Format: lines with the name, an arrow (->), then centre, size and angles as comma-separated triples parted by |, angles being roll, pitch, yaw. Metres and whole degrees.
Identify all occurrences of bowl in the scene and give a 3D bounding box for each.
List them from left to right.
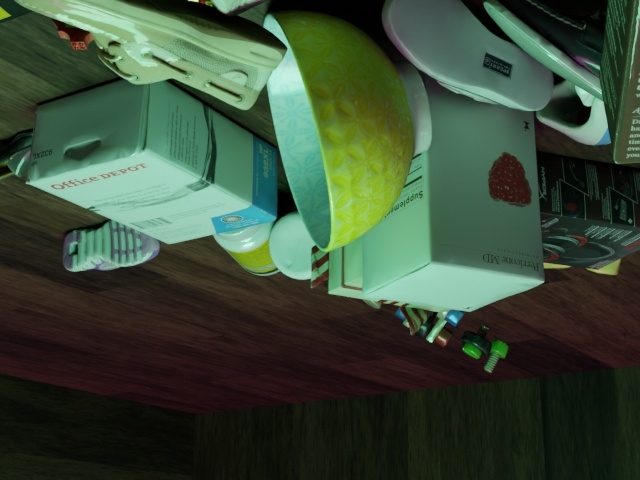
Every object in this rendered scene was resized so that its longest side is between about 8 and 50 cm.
bowl -> 0.041, -0.143, 1.193 | 0.156, 0.289, 0.289 | -14, 163, -10

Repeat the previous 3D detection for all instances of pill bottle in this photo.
pill bottle -> -0.123, -0.022, 1.752 | 0.119, 0.119, 0.208 | -4, 161, 12
pill bottle -> 0.000, 0.000, 1.750 | 0.117, 0.117, 0.215 | -7, -178, 20

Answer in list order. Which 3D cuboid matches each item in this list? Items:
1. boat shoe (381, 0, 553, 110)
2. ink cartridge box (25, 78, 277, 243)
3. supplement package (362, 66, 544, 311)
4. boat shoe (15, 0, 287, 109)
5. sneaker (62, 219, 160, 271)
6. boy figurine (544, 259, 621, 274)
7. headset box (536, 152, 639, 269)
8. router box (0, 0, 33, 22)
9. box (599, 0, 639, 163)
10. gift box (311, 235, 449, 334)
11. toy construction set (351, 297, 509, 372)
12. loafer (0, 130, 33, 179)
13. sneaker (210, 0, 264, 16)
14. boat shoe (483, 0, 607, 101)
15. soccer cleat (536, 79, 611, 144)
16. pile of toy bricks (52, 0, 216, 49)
boat shoe -> 0.165, -0.226, 1.201 | 0.268, 0.096, 0.088 | 14, 177, -35
ink cartridge box -> -0.239, -0.111, 1.478 | 0.223, 0.128, 0.307 | -11, 158, 30
supplement package -> 0.170, -0.072, 1.327 | 0.178, 0.292, 0.175 | 9, 160, -25
boat shoe -> -0.174, -0.201, 1.005 | 0.302, 0.109, 0.098 | 10, 118, -40
sneaker -> -0.387, 0.013, 1.924 | 0.237, 0.095, 0.105 | -7, 167, 36
boy figurine -> 0.434, 0.029, 1.905 | 0.285, 0.092, 0.177 | -4, -178, 25
headset box -> 0.430, -0.041, 1.687 | 0.293, 0.110, 0.218 | 8, 159, -19
router box -> -0.402, -0.316, 0.959 | 0.243, 0.080, 0.309 | -9, 159, 26
box -> 0.363, -0.245, 0.891 | 0.191, 0.143, 0.381 | -2, 144, 7
gift box -> 0.143, -0.010, 1.557 | 0.255, 0.276, 0.258 | 16, 158, -25
toy construction set -> 0.219, 0.049, 1.859 | 0.309, 0.237, 0.257 | 22, 163, 33
loafer -> -0.461, -0.126, 1.546 | 0.170, 0.061, 0.062 | -12, 157, 30
sneaker -> -0.090, -0.312, 0.933 | 0.131, 0.148, 0.350 | -27, 179, 9
boat shoe -> 0.327, -0.207, 1.136 | 0.303, 0.091, 0.114 | 36, -169, -4
soccer cleat -> 0.403, -0.198, 1.221 | 0.143, 0.116, 0.331 | 11, 159, -29
pile of toy bricks -> -0.196, -0.255, 1.092 | 0.212, 0.105, 0.118 | 0, 161, 1
